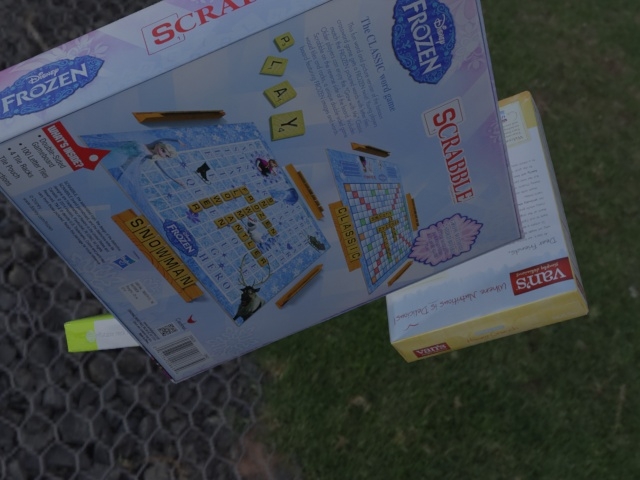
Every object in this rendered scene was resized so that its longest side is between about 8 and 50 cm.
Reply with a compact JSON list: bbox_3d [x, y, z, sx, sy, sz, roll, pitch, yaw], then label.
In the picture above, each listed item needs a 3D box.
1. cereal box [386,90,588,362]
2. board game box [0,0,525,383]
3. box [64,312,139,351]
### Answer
[{"bbox_3d":[0.141,-0.016,0.931,0.172,0.047,0.240,-18,51,20],"label":"cereal box"},{"bbox_3d":[-0.027,-0.048,0.705,0.317,0.319,0.066,-22,53,2],"label":"board game box"},{"bbox_3d":[-0.210,0.102,1.207,0.109,0.178,0.043,-10,91,-57],"label":"box"}]
